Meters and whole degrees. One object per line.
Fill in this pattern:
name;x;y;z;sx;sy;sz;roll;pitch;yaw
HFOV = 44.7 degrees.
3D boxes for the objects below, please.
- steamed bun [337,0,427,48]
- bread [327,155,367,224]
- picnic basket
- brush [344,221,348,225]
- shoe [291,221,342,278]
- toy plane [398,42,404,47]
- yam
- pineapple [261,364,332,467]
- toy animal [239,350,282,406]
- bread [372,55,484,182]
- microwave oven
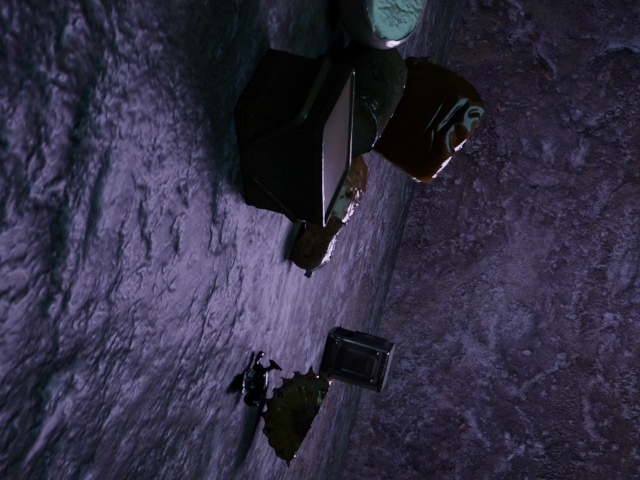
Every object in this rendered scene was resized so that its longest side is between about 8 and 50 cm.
steamed bun;0.118;-0.488;1.532;0.177;0.131;0.228;33;77;-38
bread;0.026;-0.135;1.612;0.260;0.129;0.134;-52;153;-66
picnic basket;-0.034;-0.162;1.262;0.267;0.139;0.165;89;20;-53
brush;0.065;-0.146;1.808;0.043;0.036;0.248;83;5;-55
shoe;0.000;0.000;1.745;0.092;0.089;0.180;78;31;-63
toy plane;0.154;-0.492;1.787;0.252;0.118;0.252;15;90;-81
yam;0.076;-0.295;1.571;0.304;0.168;0.168;-60;161;-46
pineapple;-0.076;0.393;1.806;0.079;0.135;0.233;0;114;-87
toy animal;-0.130;0.288;1.611;0.108;0.062;0.220;-56;168;-2
bread;0.227;-0.293;1.864;0.279;0.250;0.225;-56;-169;15
microwave oven;0.117;0.376;2.464;0.129;0.205;0.163;-26;129;-75
